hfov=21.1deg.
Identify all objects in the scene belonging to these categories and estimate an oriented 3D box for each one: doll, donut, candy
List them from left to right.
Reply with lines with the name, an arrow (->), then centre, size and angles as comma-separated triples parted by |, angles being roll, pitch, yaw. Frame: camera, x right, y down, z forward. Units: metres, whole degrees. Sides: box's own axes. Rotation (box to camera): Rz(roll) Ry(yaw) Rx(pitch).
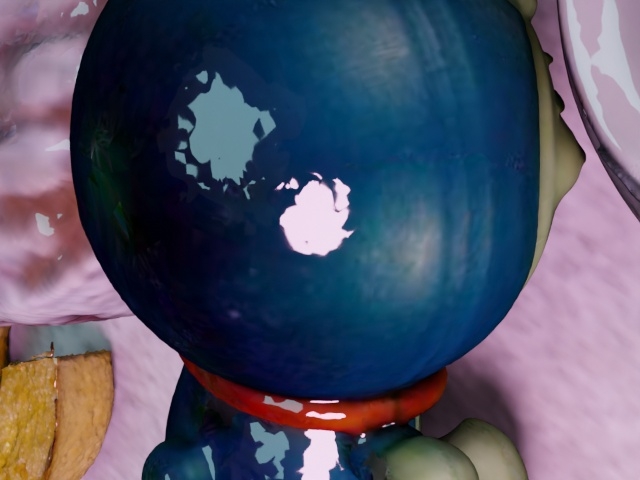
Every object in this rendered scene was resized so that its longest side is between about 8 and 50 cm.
donut -> -0.192, 0.083, 1.016 | 0.181, 0.078, 0.146 | 40, 120, 31
candy -> -0.132, -0.063, 0.884 | 0.290, 0.157, 0.214 | -9, 81, 47
doll -> -0.001, 0.000, 0.690 | 0.198, 0.186, 0.321 | 28, 126, 51

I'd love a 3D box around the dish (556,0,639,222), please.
dish -> 0.167, -0.085, 0.568 | 0.316, 0.106, 0.316 | 23, 118, 52
